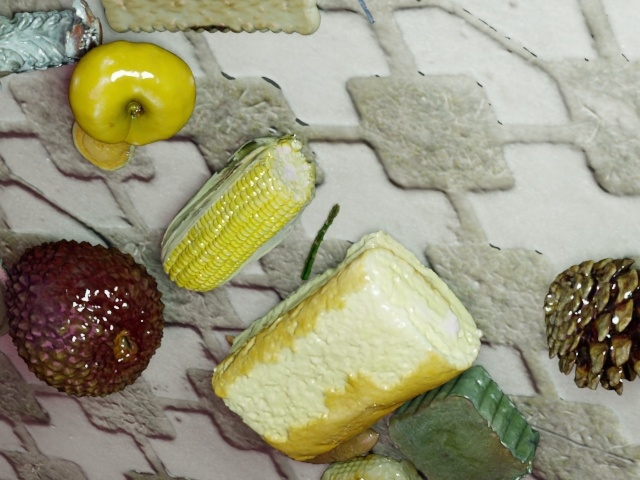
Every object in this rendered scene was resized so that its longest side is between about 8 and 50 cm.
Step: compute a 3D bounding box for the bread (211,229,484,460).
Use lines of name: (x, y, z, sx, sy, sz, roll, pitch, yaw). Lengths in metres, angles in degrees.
bread: (0.039, 0.168, 1.776, 0.236, 0.165, 0.375, 42, 128, -10)

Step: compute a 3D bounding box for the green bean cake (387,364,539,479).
green bean cake: (0.218, 0.287, 1.820, 0.173, 0.094, 0.181, -32, 106, 38)

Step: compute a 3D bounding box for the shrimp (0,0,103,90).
shrimp: (-0.492, -0.277, 1.732, 0.410, 0.166, 0.221, -2, 89, 11)

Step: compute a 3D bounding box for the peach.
peach: (-0.262, -0.200, 1.670, 0.179, 0.103, 0.179, -7, 148, -4)

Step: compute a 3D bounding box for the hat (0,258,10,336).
hat: (-0.657, 0.101, 2.095, 0.252, 0.110, 0.252, 13, 127, 18)

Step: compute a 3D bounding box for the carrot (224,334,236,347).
carrot: (-0.077, 0.228, 1.956, 0.216, 0.048, 0.048, 46, 129, -4)

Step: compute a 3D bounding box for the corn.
corn: (-0.122, -0.035, 1.750, 0.305, 0.122, 0.123, -39, 73, 37)

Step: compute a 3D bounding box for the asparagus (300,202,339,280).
asparagus: (0.000, 0.000, 1.775, 0.016, 0.016, 0.163, 47, 134, 24)

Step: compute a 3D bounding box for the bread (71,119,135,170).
bread: (-0.326, -0.153, 1.814, 0.110, 0.024, 0.110, 12, 126, 17)

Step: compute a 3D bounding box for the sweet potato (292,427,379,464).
sweet potato: (0.026, 0.332, 1.971, 0.206, 0.060, 0.068, -28, 70, 38)

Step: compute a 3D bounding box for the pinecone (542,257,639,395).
pinecone: (0.392, 0.110, 1.565, 0.204, 0.184, 0.179, 11, 105, -11)

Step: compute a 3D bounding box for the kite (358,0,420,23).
kite: (0.080, -0.360, 1.486, 0.183, 0.010, 0.160, -25, 110, 36)

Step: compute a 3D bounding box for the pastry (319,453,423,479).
pastry: (0.088, 0.439, 1.990, 0.192, 0.093, 0.182, -16, 117, 32)

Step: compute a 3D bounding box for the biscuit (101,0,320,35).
biscuit: (-0.160, -0.368, 1.572, 0.324, 0.044, 0.217, 4, 125, 24)

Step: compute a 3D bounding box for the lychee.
lychee: (-0.385, 0.109, 1.899, 0.271, 0.271, 0.271, 13, 127, 17)
